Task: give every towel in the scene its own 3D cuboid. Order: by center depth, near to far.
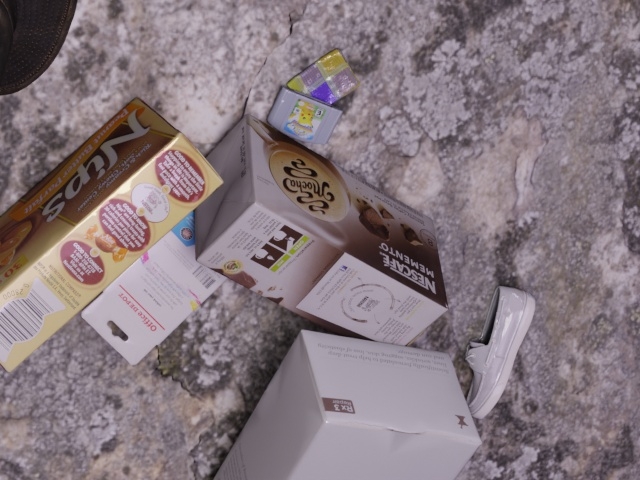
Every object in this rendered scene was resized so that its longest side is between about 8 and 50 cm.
[{"bbox_3d":[0.004,-0.192,1.890,0.083,0.009,0.060,-34,118,-9],"label":"towel"}]

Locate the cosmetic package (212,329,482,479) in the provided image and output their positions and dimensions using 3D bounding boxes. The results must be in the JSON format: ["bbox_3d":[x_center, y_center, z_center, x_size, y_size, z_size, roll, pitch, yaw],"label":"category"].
[{"bbox_3d":[0.006,0.303,1.895,0.217,0.156,0.385,13,126,-26],"label":"cosmetic package"}]

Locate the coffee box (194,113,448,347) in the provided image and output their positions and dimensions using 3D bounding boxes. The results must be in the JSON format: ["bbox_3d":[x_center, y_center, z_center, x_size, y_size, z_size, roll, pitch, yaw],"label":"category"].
[{"bbox_3d":[0.000,0.000,1.848,0.297,0.168,0.119,29,124,-28],"label":"coffee box"}]

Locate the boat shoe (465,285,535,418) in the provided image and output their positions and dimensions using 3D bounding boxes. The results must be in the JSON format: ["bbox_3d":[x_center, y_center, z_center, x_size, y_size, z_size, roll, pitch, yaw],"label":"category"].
[{"bbox_3d":[0.228,0.149,2.071,0.063,0.066,0.184,21,101,-13],"label":"boat shoe"}]

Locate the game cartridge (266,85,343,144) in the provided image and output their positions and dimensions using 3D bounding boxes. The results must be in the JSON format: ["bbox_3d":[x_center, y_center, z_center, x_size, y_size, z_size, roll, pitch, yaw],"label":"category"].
[{"bbox_3d":[-0.020,-0.150,1.882,0.083,0.017,0.056,19,114,-19],"label":"game cartridge"}]

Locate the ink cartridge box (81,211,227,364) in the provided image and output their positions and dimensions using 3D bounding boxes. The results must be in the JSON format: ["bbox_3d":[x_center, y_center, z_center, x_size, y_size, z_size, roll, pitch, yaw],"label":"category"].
[{"bbox_3d":[-0.199,0.049,1.856,0.181,0.061,0.104,-44,118,-5],"label":"ink cartridge box"}]

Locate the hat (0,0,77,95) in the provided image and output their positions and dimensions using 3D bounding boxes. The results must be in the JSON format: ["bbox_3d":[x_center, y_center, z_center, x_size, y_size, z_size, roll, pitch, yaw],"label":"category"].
[{"bbox_3d":[-0.392,-0.203,1.559,0.331,0.134,0.331,-12,146,-8],"label":"hat"}]

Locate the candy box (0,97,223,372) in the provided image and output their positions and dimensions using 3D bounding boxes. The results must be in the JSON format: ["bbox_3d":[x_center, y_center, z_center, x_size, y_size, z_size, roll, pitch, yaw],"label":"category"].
[{"bbox_3d":[-0.276,-0.013,1.735,0.316,0.183,0.087,-41,118,-5],"label":"candy box"}]
